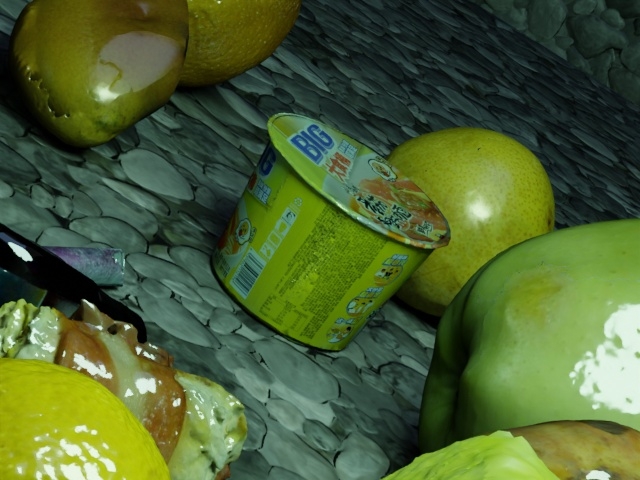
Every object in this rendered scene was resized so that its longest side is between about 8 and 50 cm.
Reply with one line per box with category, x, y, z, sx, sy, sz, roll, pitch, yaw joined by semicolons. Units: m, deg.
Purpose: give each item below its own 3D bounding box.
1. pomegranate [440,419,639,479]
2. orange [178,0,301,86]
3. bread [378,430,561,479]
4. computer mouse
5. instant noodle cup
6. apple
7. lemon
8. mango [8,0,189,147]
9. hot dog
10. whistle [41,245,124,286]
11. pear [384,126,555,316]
pomegranate;0.158;0.253;1.159;0.281;0.281;0.281;30;20;-12
orange;-0.145;-0.296;1.997;0.264;0.264;0.264;30;20;-12
bread;0.059;0.287;0.820;0.308;0.348;0.348;41;20;3
computer mouse;-0.214;0.051;1.250;0.137;0.096;0.233;29;-9;33
instant noodle cup;0.000;0.000;1.661;0.205;0.153;0.205;30;18;-11
apple;0.254;0.143;1.459;0.357;0.357;0.357;30;20;-12
lemon;-0.167;0.159;0.970;0.187;0.187;0.244;25;17;-25
mango;-0.226;-0.174;1.749;0.166;0.136;0.236;13;29;-14
hot dog;-0.150;0.125;1.165;0.213;0.146;0.103;32;-18;-27
whistle;-0.220;0.021;1.438;0.033;0.033;0.176;45;23;28
pear;0.149;-0.016;1.854;0.209;0.209;0.209;30;20;-12
